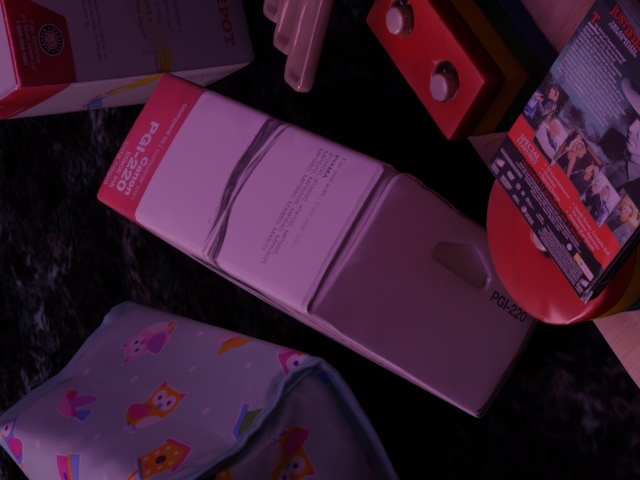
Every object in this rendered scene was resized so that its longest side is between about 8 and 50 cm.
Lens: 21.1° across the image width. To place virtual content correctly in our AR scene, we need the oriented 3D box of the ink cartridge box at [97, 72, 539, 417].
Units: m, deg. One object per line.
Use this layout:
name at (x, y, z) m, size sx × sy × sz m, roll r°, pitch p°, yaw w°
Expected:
ink cartridge box at (0.000, 0.000, 0.967) m, size 0.218 × 0.158 × 0.092 m, roll 24°, pitch 83°, yaw 49°

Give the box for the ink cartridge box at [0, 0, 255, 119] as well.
ink cartridge box at (-0.156, -0.157, 1.144) m, size 0.127 × 0.176 × 0.128 m, roll -16°, pitch 85°, yaw 57°

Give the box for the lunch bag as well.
lunch bag at (-0.043, 0.183, 1.081) m, size 0.223 × 0.160 × 0.262 m, roll 11°, pitch 140°, yaw 53°

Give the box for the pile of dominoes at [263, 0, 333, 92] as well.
pile of dominoes at (0.010, -0.218, 0.924) m, size 0.251 × 0.040 × 0.196 m, roll -108°, pitch 33°, yaw -48°

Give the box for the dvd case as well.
dvd case at (0.125, -0.042, 0.764) m, size 0.087 × 0.013 × 0.119 m, roll 58°, pitch 140°, yaw 28°

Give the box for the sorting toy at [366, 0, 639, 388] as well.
sorting toy at (0.138, -0.093, 0.823) m, size 0.255 × 0.089 × 0.257 m, roll 59°, pitch 139°, yaw 27°
